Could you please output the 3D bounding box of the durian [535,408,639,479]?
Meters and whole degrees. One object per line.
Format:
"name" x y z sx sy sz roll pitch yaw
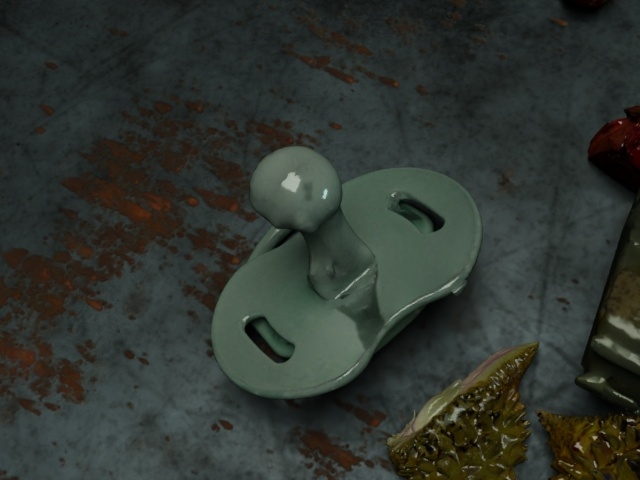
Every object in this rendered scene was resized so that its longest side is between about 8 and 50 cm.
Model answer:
"durian" 0.398 0.248 1.063 0.341 0.112 0.191 -2 64 6

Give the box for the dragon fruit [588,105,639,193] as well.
"dragon fruit" 0.426 -0.138 1.248 0.192 0.092 0.122 -32 65 -7

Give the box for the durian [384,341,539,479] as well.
"durian" 0.173 0.188 1.140 0.140 0.078 0.224 33 75 20

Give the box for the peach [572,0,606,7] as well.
"peach" 0.345 -0.341 1.377 0.077 0.050 0.083 -30 72 -32

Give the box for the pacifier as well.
"pacifier" 0.000 0.000 1.159 0.343 0.269 0.288 -39 41 -14

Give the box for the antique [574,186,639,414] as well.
"antique" 0.361 0.056 1.106 0.150 0.125 0.284 25 50 20
